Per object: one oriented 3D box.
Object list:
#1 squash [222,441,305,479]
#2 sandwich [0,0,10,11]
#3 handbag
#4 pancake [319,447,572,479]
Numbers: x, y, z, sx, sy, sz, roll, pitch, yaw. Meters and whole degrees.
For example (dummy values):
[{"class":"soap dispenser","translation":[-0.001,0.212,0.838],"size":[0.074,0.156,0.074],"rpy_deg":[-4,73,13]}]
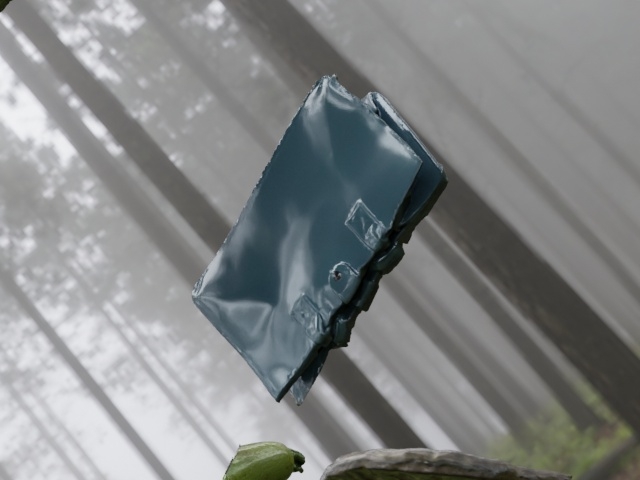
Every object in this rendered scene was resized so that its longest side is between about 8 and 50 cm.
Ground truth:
[{"class":"squash","translation":[-0.087,0.304,1.710],"size":[0.200,0.075,0.090],"rpy_deg":[-18,-60,-57]},{"class":"sandwich","translation":[-0.391,-0.325,1.389],"size":[0.063,0.212,0.245],"rpy_deg":[-38,-11,4]},{"class":"handbag","translation":[0.000,0.000,0.981],"size":[0.057,0.144,0.221],"rpy_deg":[15,-66,-42]},{"class":"pancake","translation":[0.137,0.246,1.248],"size":[0.288,0.033,0.286],"rpy_deg":[23,-28,-34]}]
